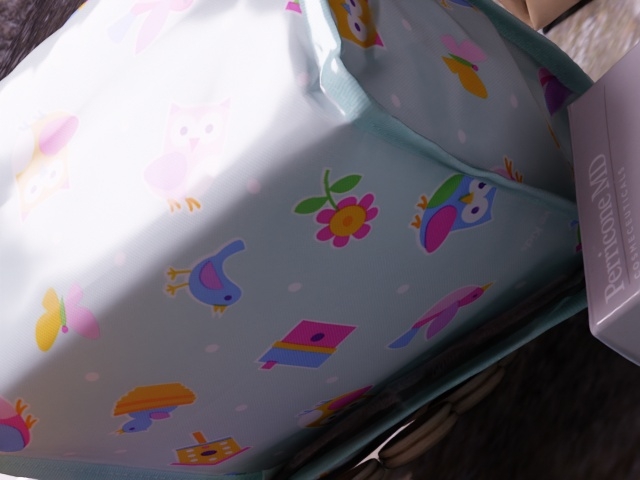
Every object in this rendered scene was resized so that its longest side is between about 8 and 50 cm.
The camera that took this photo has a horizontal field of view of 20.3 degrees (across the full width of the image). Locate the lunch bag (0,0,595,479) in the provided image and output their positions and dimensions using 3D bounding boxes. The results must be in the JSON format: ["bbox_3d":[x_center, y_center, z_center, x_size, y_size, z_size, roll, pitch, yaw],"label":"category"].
[{"bbox_3d":[0.000,0.000,0.715,0.223,0.262,0.160,-37,55,24],"label":"lunch bag"}]

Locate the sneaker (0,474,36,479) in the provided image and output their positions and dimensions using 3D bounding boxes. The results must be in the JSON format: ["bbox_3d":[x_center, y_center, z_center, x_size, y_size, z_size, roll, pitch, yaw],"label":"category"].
[{"bbox_3d":[-0.220,0.183,1.237,0.282,0.102,0.161,-42,23,41],"label":"sneaker"}]

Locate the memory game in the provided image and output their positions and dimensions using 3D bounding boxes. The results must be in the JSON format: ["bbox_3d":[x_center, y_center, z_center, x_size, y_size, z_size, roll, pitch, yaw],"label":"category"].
[{"bbox_3d":[0.012,0.101,0.788,0.186,0.012,0.186,-37,-1,-1],"label":"memory game"}]

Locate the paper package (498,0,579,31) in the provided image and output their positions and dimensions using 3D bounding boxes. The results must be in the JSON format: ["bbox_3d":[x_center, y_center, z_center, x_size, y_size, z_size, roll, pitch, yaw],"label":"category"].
[{"bbox_3d":[0.166,-0.325,0.927,0.309,0.168,0.324,-36,30,51],"label":"paper package"}]

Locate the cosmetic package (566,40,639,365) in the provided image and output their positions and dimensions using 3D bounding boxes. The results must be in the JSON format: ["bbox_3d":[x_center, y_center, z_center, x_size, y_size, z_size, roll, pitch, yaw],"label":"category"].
[{"bbox_3d":[0.192,-0.055,0.565,0.238,0.107,0.127,-43,28,31],"label":"cosmetic package"}]
